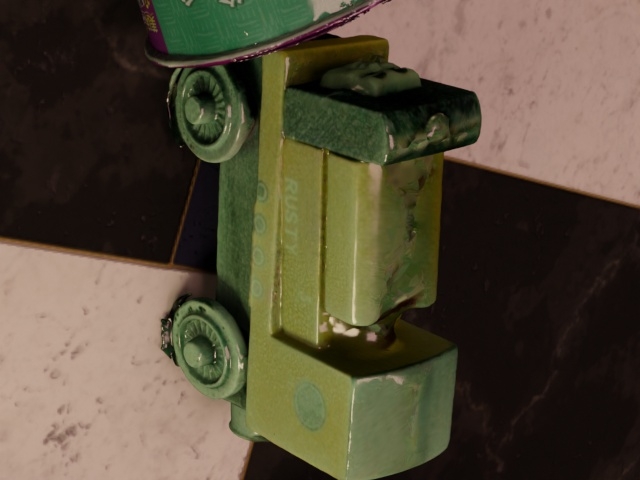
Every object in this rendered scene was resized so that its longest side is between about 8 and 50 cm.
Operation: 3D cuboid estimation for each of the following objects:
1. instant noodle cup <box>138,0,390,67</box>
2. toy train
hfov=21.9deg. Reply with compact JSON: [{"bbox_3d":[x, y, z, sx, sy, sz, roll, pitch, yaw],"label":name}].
[{"bbox_3d":[-0.052,-0.268,1.240,0.251,0.251,0.190,-35,116,-28],"label":"instant noodle cup"},{"bbox_3d":[0.000,0.000,1.359,0.160,0.253,0.397,-12,113,-40],"label":"toy train"}]
